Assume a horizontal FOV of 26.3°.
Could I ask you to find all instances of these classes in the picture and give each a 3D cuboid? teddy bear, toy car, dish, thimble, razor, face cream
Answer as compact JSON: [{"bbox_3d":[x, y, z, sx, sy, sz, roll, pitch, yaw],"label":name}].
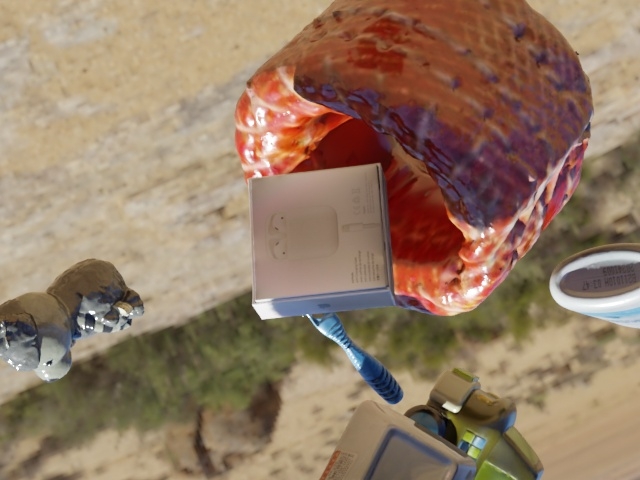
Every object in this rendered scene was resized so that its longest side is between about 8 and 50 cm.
[{"bbox_3d":[-0.416,0.133,2.113,0.251,0.144,0.171,-27,-164,-26],"label":"teddy bear"},{"bbox_3d":[0.183,0.307,1.736,0.248,0.198,0.204,-62,166,2],"label":"toy car"},{"bbox_3d":[0.068,0.294,1.464,0.234,0.154,0.064,-61,-178,-22],"label":"dish"},{"bbox_3d":[0.098,-0.112,1.460,0.230,0.350,0.350,-46,179,-33],"label":"thimble"},{"bbox_3d":[0.049,0.166,2.061,0.082,0.042,0.253,-39,123,2],"label":"razor"},{"bbox_3d":[0.424,0.067,1.721,0.163,0.080,0.336,-10,165,33],"label":"face cream"}]

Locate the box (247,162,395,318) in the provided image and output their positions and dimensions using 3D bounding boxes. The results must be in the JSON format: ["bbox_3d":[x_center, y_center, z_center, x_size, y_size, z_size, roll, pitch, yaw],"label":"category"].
[{"bbox_3d":[0.000,0.000,1.297,0.129,0.130,0.051,-6,158,8],"label":"box"}]
